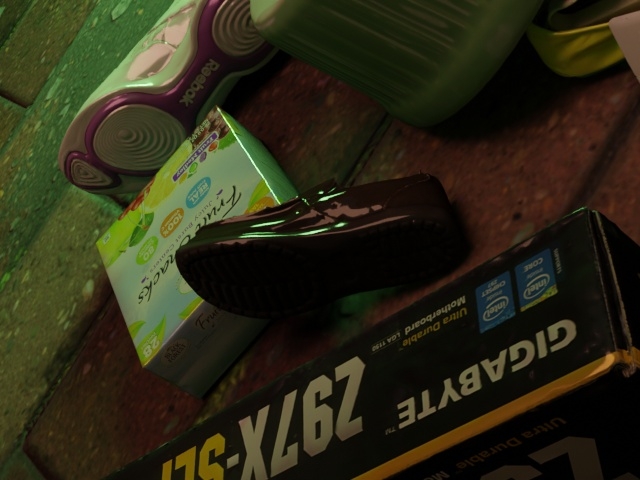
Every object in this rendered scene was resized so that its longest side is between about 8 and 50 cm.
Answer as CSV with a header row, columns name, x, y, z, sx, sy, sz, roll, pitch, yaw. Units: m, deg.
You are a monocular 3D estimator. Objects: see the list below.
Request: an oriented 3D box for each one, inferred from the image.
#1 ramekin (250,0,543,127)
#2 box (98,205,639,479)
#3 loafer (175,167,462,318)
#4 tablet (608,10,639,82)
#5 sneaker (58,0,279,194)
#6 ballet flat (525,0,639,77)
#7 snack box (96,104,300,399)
name,x,y,z,sx,sy,sz,roll,pitch,yaw
ramekin,0.065,-0.250,0.920,0.303,0.148,0.303,-58,20,35
box,0.068,0.142,0.563,0.322,0.257,0.079,-32,39,30
loafer,0.000,0.000,0.916,0.220,0.080,0.078,-8,39,18
tablet,0.227,-0.126,0.783,0.083,0.054,0.006,-8,34,48
sneaker,-0.139,-0.164,1.253,0.305,0.114,0.152,-42,22,12
ballet flat,0.228,-0.172,0.798,0.231,0.077,0.077,-22,45,39
snack box,-0.096,0.004,1.061,0.174,0.070,0.207,-48,36,9
